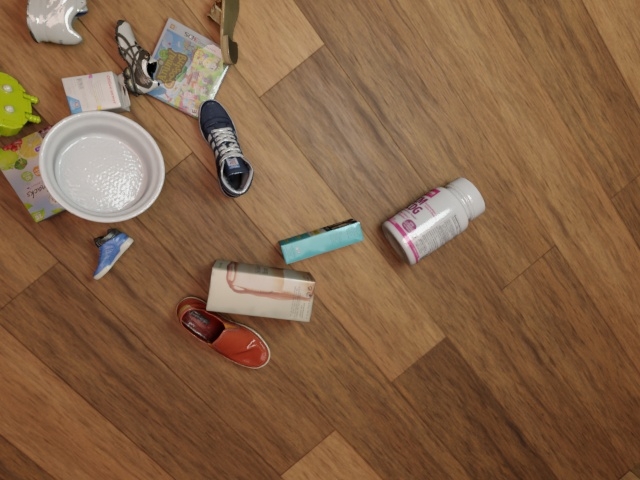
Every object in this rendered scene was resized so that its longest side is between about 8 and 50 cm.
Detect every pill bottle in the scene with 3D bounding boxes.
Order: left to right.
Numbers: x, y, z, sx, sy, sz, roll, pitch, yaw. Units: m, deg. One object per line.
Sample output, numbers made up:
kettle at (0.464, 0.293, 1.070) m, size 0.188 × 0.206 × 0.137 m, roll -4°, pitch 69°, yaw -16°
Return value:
pill bottle at (0.346, -0.063, 1.258) m, size 0.283 × 0.160 × 0.160 m, roll -34°, pitch 103°, yaw -3°

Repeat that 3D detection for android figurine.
android figurine at (-0.838, -0.352, 0.992) m, size 0.056 × 0.273 × 0.248 m, roll -27°, pitch 70°, yaw 34°

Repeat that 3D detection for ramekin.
ramekin at (-0.562, -0.181, 1.065) m, size 0.277 × 0.135 × 0.277 m, roll 1°, pitch 88°, yaw -31°

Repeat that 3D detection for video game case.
video game case at (-0.373, -0.472, 1.144) m, size 0.193 × 0.023 × 0.212 m, roll 26°, pitch 95°, yaw -12°

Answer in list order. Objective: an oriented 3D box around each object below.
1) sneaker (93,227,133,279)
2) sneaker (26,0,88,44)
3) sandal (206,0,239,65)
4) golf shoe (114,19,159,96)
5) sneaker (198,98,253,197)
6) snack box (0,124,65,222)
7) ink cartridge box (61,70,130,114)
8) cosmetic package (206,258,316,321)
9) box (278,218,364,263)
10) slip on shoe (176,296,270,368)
sneaker at (-0.619, 0.034, 1.170) m, size 0.084 × 0.058 × 0.152 m, roll 40°, pitch 87°, yaw -19°
sneaker at (-0.662, -0.647, 1.042) m, size 0.129 × 0.111 × 0.297 m, roll 4°, pitch 103°, yaw -26°
sandal at (-0.273, -0.598, 1.109) m, size 0.079 × 0.088 × 0.240 m, roll 1°, pitch 92°, yaw 14°
golf shoe at (-0.481, -0.487, 1.088) m, size 0.094 × 0.077 × 0.198 m, roll -12°, pitch 94°, yaw 0°
sneaker at (-0.258, -0.253, 1.124) m, size 0.099 × 0.153 × 0.282 m, roll -18°, pitch 105°, yaw -17°
snack box at (-0.736, -0.180, 1.111) m, size 0.174 × 0.070 × 0.207 m, roll -28°, pitch 104°, yaw -5°
ink cartridge box at (-0.584, -0.386, 1.090) m, size 0.143 × 0.090 × 0.092 m, roll -11°, pitch 101°, yaw -8°
cosmetic package at (-0.175, 0.146, 1.217) m, size 0.296 × 0.153 × 0.129 m, roll 8°, pitch 96°, yaw -12°
box at (0.000, 0.000, 1.244) m, size 0.244 × 0.100 × 0.060 m, roll -17°, pitch 101°, yaw -6°
slip on shoe at (-0.296, 0.293, 1.247) m, size 0.331 × 0.101 × 0.123 m, roll 39°, pitch 90°, yaw -14°
